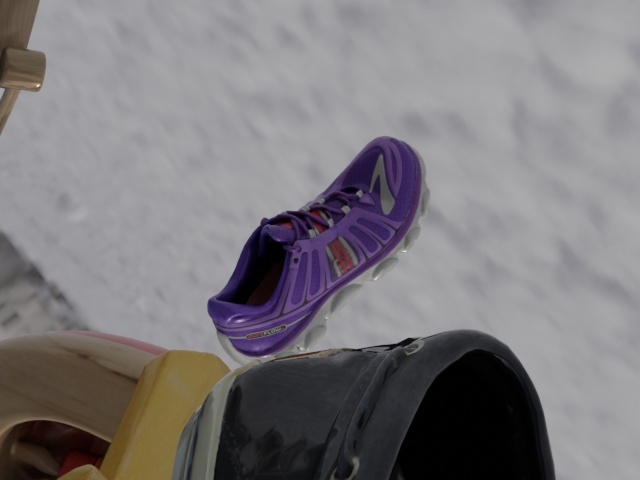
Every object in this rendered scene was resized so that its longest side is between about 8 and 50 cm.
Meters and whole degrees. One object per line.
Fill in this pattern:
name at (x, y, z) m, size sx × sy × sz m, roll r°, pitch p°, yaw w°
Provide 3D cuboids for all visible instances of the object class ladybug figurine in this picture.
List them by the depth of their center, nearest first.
ladybug figurine at (-0.146, 0.228, 1.563) m, size 0.449 × 0.162 × 0.305 m, roll 25°, pitch 122°, yaw 14°

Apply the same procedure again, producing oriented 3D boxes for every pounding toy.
pounding toy at (-0.296, -0.174, 1.423) m, size 0.094 × 0.181 × 0.206 m, roll 11°, pitch -166°, yaw -26°

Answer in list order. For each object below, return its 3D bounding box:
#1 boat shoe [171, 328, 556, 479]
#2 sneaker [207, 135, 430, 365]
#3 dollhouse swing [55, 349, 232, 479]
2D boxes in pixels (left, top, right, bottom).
boat shoe at (0.030, 0.236, 0.624) m, size 0.187 × 0.156 × 0.500 m, roll 40°, pitch -144°, yaw -36°
sneaker at (0.000, 0.000, 1.000) m, size 0.068 × 0.170 × 0.071 m, roll 23°, pitch 156°, yaw 41°
dollhouse swing at (-0.140, 0.312, 1.251) m, size 0.347 × 0.315 × 0.305 m, roll 49°, pitch -163°, yaw -22°
